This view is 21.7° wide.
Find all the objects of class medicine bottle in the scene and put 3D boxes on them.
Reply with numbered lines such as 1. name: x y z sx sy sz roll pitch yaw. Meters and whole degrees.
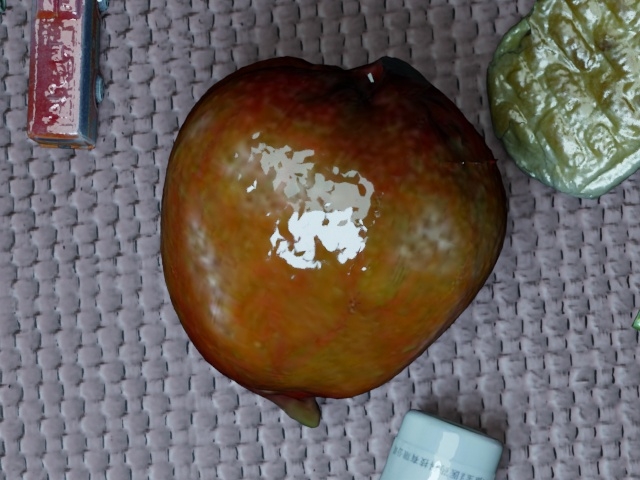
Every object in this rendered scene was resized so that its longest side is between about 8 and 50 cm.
1. medicine bottle: 0.073 0.279 1.434 0.095 0.095 0.260 19 90 8

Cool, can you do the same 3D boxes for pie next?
1. pie: 0.234 -0.138 1.443 0.195 0.046 0.195 4 99 22

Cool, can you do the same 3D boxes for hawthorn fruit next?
1. hawthorn fruit: -0.003 -0.017 1.386 0.295 0.295 0.311 48 116 8

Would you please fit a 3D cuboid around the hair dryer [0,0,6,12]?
1. hair dryer: -0.318 -0.182 1.547 0.063 0.038 0.124 -10 90 6

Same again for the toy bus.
1. toy bus: -0.230 -0.180 1.513 0.065 0.077 0.192 1 87 4

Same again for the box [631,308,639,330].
1. box: 0.414 -0.027 1.440 0.173 0.043 0.311 26 89 8
